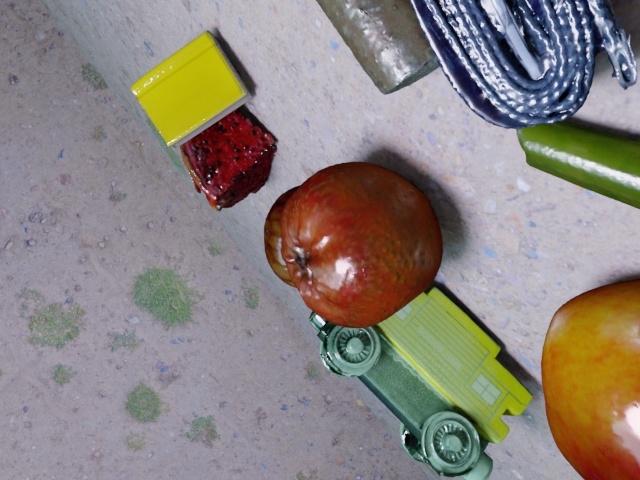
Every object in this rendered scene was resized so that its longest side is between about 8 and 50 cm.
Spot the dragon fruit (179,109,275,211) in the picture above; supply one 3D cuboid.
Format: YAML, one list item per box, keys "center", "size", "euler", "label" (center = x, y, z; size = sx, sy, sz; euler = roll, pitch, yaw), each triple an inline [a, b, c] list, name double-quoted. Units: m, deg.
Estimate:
- center: [-0.210, -0.200, 1.098]
  size: [0.240, 0.302, 0.330]
  euler: [7, 168, 15]
  label: "dragon fruit"

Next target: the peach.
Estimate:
- center: [0.382, 0.173, 0.415]
  size: [0.248, 0.245, 0.274]
  euler: [29, 161, -29]
  label: "peach"

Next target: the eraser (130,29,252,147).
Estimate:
- center: [-0.283, -0.330, 0.910]
  size: [0.158, 0.226, 0.069]
  euler: [59, -172, -5]
  label: "eraser"

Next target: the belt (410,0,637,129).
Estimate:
- center: [0.152, -0.205, 0.336]
  size: [0.122, 0.128, 0.218]
  euler: [-21, 108, 39]
  label: "belt"

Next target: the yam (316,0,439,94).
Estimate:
- center: [0.041, -0.284, 0.451]
  size: [0.259, 0.106, 0.106]
  euler: [55, 161, -4]
  label: "yam"

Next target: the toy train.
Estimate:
- center: [0.193, 0.242, 0.815]
  size: [0.442, 0.272, 0.179]
  euler: [44, 161, 9]
  label: "toy train"

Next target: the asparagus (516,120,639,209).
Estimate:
- center: [0.297, -0.053, 0.366]
  size: [0.277, 0.060, 0.067]
  euler: [35, 166, 40]
  label: "asparagus"

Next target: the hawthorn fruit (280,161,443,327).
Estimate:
- center: [0.070, 0.000, 0.697]
  size: [0.275, 0.299, 0.275]
  euler: [11, 109, 35]
  label: "hawthorn fruit"

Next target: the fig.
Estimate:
- center: [-0.013, -0.008, 0.913]
  size: [0.214, 0.235, 0.235]
  euler: [-13, 118, 40]
  label: "fig"
